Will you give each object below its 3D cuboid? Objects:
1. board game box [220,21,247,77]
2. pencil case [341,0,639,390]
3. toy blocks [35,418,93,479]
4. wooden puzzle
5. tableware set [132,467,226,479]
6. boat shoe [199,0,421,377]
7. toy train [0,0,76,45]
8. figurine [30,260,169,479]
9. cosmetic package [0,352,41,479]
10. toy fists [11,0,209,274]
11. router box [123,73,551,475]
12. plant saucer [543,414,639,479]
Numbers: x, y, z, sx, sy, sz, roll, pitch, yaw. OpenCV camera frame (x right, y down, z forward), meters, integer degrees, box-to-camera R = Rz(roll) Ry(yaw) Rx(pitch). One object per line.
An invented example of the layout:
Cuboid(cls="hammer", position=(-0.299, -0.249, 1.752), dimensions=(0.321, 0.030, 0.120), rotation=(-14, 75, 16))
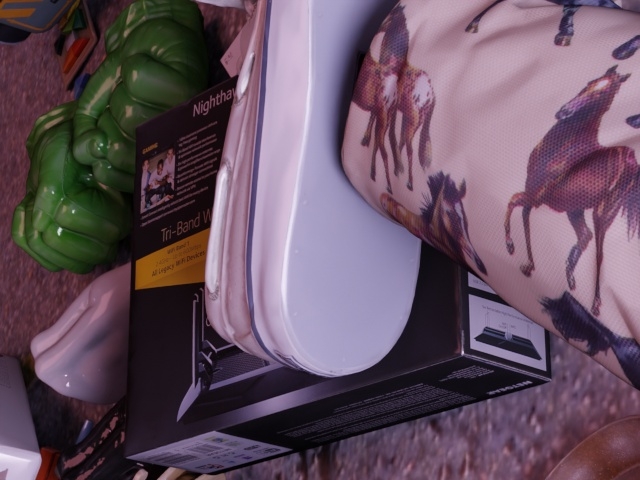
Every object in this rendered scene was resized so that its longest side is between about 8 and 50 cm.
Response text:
Cuboid(cls="board game box", position=(0.013, -0.165, 1.161), dimensions=(0.154, 0.103, 0.026), rotation=(-50, 62, 36))
Cuboid(cls="pencil case", position=(0.177, -0.019, 0.767), dimensions=(0.183, 0.160, 0.410), rotation=(-37, 34, -12))
Cuboid(cls="toy blocks", position=(-0.216, 0.212, 1.440), dimensions=(0.123, 0.054, 0.148), rotation=(27, 100, 60))
Cuboid(cls="wooden puzzle", position=(-0.239, -0.191, 1.673), dimensions=(0.079, 0.014, 0.116), rotation=(-60, 35, 26))
Cuboid(cls="tableware set", position=(-0.117, 0.233, 1.233), dimensions=(0.039, 0.128, 0.194), rotation=(37, 114, 21))
Cuboid(cls="boat shoe", position=(-0.005, -0.111, 0.994), dimensions=(0.156, 0.135, 0.367), rotation=(6, 89, 52))
Cuboid(cls="toy train", position=(-0.264, -0.294, 1.572), dimensions=(0.334, 0.190, 0.142), rotation=(-40, 45, 41))
Cuboid(cls="figurine", position=(-0.121, 0.074, 1.321), dimensions=(0.209, 0.092, 0.215), rotation=(-50, 39, 24))
Cuboid(cls="cosmetic package", position=(-0.343, 0.214, 1.453), dimensions=(0.385, 0.156, 0.217), rotation=(-153, 80, -77))
Cuboid(cls="toy fists", position=(-0.179, -0.078, 1.452), dimensions=(0.279, 0.096, 0.142), rotation=(-43, 45, 41))
Cuboid(cls="router box", position=(0.000, 0.000, 1.096), dimensions=(0.308, 0.081, 0.243), rotation=(-21, 61, 43))
Cuboid(cls="plant saucer", position=(0.136, 0.167, 0.859), dimensions=(0.168, 0.029, 0.168), rotation=(-52, 18, 24))
